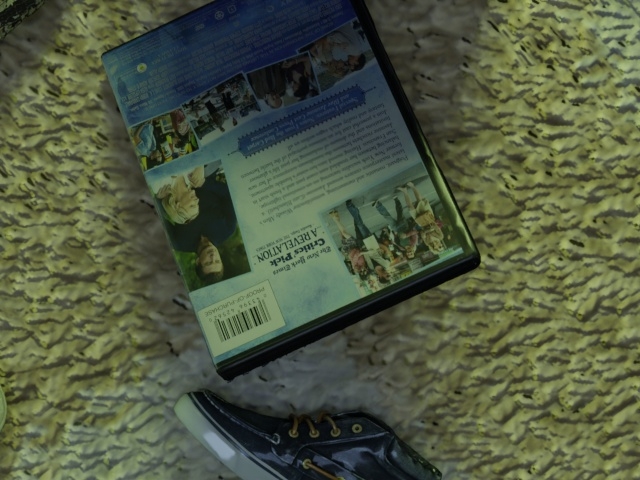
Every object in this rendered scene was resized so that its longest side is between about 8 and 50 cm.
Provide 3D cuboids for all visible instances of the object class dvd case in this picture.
[{"bbox_3d":[-0.025,-0.055,1.082,0.180,0.022,0.253,-24,65,4],"label":"dvd case"}]

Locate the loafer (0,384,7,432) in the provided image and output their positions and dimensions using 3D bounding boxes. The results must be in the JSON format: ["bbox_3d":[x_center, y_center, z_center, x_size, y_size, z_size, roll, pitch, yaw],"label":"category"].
[{"bbox_3d":[-0.361,0.054,1.137,0.319,0.112,0.111,37,133,-6],"label":"loafer"}]

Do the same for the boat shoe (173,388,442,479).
[{"bbox_3d":[-0.007,0.140,1.144,0.183,0.065,0.083,36,94,-7],"label":"boat shoe"}]

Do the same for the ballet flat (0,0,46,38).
[{"bbox_3d":[-0.398,-0.151,1.066,0.482,0.182,0.164,-12,95,4],"label":"ballet flat"}]
